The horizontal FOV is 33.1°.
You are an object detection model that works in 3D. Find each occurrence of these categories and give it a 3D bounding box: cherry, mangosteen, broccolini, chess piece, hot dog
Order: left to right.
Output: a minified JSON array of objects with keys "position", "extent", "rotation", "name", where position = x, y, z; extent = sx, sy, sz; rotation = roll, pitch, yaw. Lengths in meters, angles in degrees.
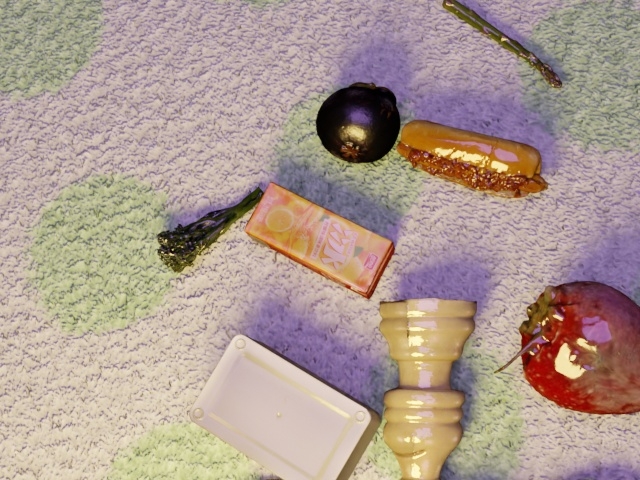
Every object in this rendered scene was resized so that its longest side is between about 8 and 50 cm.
[{"position":[-0.173,-0.015,1.765],"extent":[0.203,0.091,0.068],"rotation":[-26,119,-9],"name":"broccolini"},{"position":[0.064,-0.199,1.732],"extent":[0.137,0.137,0.151],"rotation":[8,52,10],"name":"mangosteen"},{"position":[0.162,0.244,1.632],"extent":[0.139,0.124,0.307],"rotation":[5,81,-24],"name":"chess piece"},{"position":[0.240,-0.124,1.695],"extent":[0.249,0.102,0.076],"rotation":[17,46,11],"name":"hot dog"},{"position":[0.408,0.167,1.571],"extent":[0.250,0.175,0.192],"rotation":[29,93,12],"name":"cherry"}]

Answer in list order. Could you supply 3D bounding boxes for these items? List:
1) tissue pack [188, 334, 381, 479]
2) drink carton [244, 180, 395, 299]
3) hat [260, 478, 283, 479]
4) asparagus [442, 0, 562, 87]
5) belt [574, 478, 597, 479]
[{"position":[-0.052,0.269,1.640],"extent":[0.246,0.136,0.159],"rotation":[30,84,14],"name":"tissue pack"},{"position":[0.000,0.000,1.721],"extent":[0.223,0.071,0.096],"rotation":[27,82,13],"name":"drink carton"},{"position":[-0.068,0.444,1.648],"extent":[0.146,0.067,0.146],"rotation":[9,42,-8],"name":"hat"},{"position":[0.301,-0.328,1.769],"extent":[0.248,0.024,0.025],"rotation":[39,129,14],"name":"asparagus"},{"position":[0.383,0.423,1.571],"extent":[0.199,0.078,0.151],"rotation":[3,81,11],"name":"belt"}]
